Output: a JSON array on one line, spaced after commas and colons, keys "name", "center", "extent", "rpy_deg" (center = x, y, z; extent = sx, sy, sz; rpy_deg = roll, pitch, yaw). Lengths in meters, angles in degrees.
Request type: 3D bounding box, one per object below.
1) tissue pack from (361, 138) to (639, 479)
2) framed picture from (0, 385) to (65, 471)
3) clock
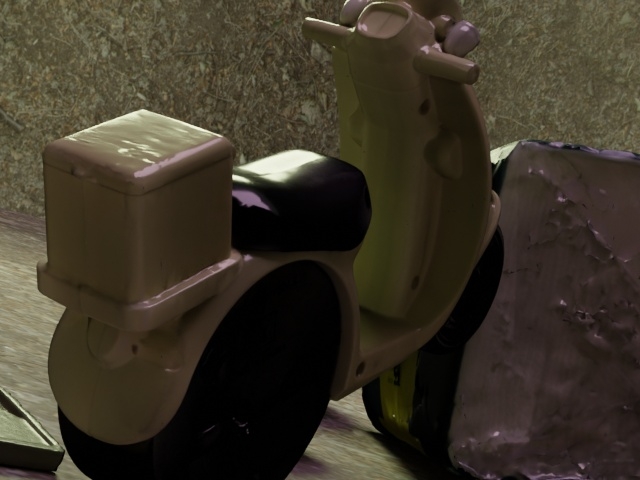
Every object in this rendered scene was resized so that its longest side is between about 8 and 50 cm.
[{"name": "tissue pack", "center": [0.194, 0.070, 1.208], "extent": [0.253, 0.264, 0.416], "rpy_deg": [9, -2, -7]}, {"name": "framed picture", "center": [-0.285, 0.064, 0.838], "extent": [0.192, 0.018, 0.265], "rpy_deg": [17, 7, -38]}, {"name": "clock", "center": [0.000, 0.000, 0.825], "extent": [0.120, 0.276, 0.379], "rpy_deg": [20, 34, 29]}]
